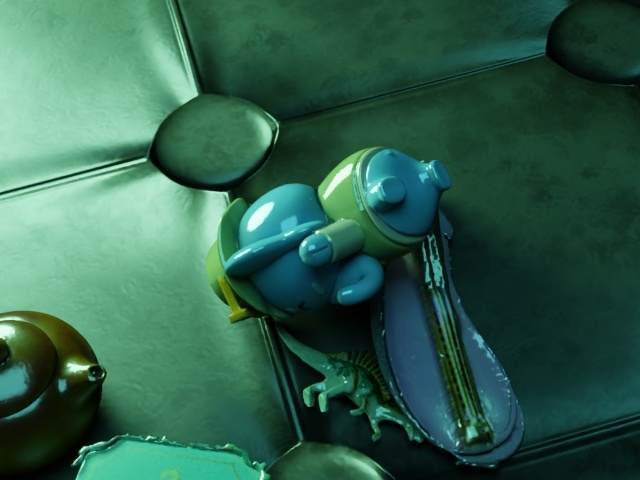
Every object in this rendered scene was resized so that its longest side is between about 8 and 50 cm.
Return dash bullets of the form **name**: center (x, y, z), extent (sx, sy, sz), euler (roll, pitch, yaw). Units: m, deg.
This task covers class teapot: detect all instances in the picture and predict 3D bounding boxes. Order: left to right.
- **teapot**: center (-0.333, 0.139, 1.346), extent (0.252, 0.135, 0.178), euler (3, 50, 7)

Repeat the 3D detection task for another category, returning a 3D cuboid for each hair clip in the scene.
- **hair clip**: center (0.115, 0.076, 1.392), extent (0.095, 0.110, 0.359), euler (-33, 52, 36)

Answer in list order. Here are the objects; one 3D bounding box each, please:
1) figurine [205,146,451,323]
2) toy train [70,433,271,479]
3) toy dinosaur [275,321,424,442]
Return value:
- **figurine**: center (-0.001, -0.004, 1.359), extent (0.262, 0.154, 0.180), euler (-27, 21, 33)
- **toy train**: center (-0.143, 0.273, 1.246), extent (0.203, 0.112, 0.163), euler (7, 49, 10)
- **toy dinosaur**: center (0.034, 0.140, 1.370), extent (0.106, 0.044, 0.187), euler (-11, 39, -19)
